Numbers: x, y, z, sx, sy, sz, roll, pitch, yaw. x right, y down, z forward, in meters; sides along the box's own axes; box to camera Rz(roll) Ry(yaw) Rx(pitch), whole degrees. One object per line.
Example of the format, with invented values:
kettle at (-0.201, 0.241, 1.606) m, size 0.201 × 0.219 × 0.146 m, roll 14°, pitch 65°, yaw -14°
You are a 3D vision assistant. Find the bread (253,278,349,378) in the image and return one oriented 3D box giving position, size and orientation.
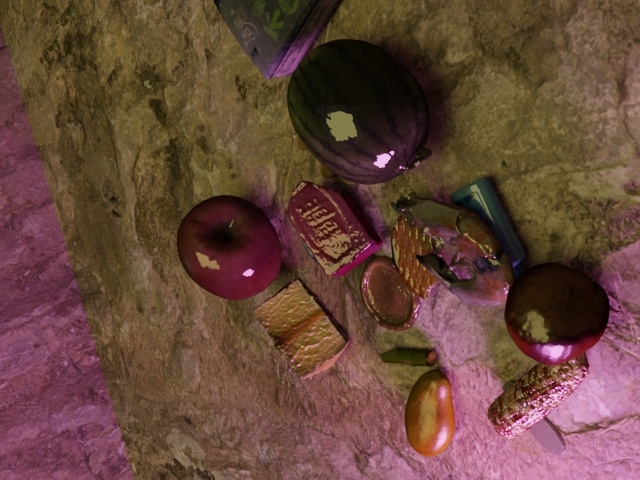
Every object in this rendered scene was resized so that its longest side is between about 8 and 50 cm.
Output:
bread at (-0.049, 0.249, 2.045) m, size 0.178 × 0.142 × 0.266 m, roll -41°, pitch 68°, yaw 5°

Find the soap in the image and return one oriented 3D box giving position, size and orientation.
soap at (0.022, -0.042, 1.818) m, size 0.162 × 0.099 × 0.250 m, roll -41°, pitch 73°, yaw 18°

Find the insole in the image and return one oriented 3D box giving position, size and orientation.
insole at (0.476, 0.398, 1.615) m, size 0.192 × 0.010 × 0.063 m, roll 55°, pitch 136°, yaw 17°

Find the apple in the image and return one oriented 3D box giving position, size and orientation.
apple at (-0.257, 0.024, 2.059) m, size 0.306 × 0.305 × 0.235 m, roll 51°, pitch 161°, yaw 20°

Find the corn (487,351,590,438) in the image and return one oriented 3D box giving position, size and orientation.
corn at (0.464, 0.317, 1.529) m, size 0.098 × 0.098 × 0.290 m, roll 50°, pitch 128°, yaw 20°

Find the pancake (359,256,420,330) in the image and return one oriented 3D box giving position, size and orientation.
pancake at (0.173, 0.136, 1.827) m, size 0.199 × 0.021 × 0.199 m, roll 19°, pitch 119°, yaw 40°

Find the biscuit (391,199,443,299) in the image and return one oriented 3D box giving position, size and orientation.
biscuit at (0.240, 0.014, 1.694) m, size 0.176 × 0.031 × 0.229 m, roll 39°, pitch 126°, yaw 25°

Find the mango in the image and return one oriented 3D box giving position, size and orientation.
mango at (0.271, 0.423, 1.784) m, size 0.136 × 0.099 × 0.228 m, roll 21°, pitch 112°, yaw 46°

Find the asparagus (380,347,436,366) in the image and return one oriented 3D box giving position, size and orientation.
asparagus at (0.221, 0.295, 1.828) m, size 0.178 × 0.041 × 0.045 m, roll -8°, pitch 76°, yaw 53°

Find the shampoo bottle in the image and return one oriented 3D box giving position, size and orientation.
shampoo bottle at (0.370, -0.001, 1.528) m, size 0.103 × 0.061 × 0.259 m, roll -32°, pitch 82°, yaw 52°

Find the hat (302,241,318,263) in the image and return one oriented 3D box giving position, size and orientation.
hat at (0.000, 0.000, 1.913) m, size 0.191 × 0.077 × 0.138 m, roll 47°, pitch 134°, yaw 23°

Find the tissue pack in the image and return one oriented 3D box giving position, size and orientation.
tissue pack at (-0.090, -0.623, 1.724) m, size 0.288 × 0.124 × 0.394 m, roll 58°, pitch 138°, yaw 15°

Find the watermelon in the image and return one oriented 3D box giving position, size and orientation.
watermelon at (0.089, -0.270, 1.553) m, size 0.359 × 0.278 × 0.279 m, roll 52°, pitch 136°, yaw 20°

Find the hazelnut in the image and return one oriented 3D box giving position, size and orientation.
hazelnut at (0.453, 0.148, 1.416) m, size 0.208 × 0.208 × 0.208 m, roll 21°, pitch 120°, yaw 41°

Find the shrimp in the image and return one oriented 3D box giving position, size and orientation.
shrimp at (0.274, 0.015, 1.566) m, size 0.360 × 0.085 × 0.247 m, roll 39°, pitch 147°, yaw 35°

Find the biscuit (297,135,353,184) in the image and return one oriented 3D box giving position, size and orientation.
biscuit at (0.030, -0.230, 1.824) m, size 0.234 × 0.030 × 0.153 m, roll 43°, pitch 134°, yaw 26°
